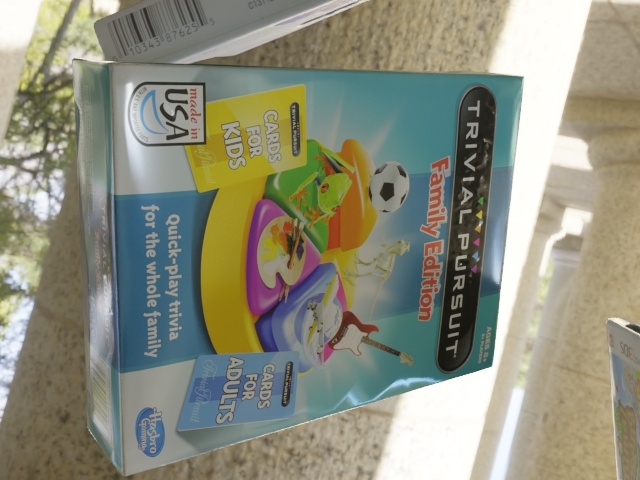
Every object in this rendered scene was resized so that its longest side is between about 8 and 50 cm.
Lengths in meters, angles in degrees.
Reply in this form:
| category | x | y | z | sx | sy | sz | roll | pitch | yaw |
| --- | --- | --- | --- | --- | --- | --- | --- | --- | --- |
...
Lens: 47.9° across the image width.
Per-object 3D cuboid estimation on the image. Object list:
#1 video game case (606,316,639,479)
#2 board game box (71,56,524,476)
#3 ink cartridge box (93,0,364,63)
| category | x | y | z | sx | sy | sz | roll | pitch | yaw |
| --- | --- | --- | --- | --- | --- | --- | --- | --- | --- |
| video game case | 0.282 | 0.183 | 0.611 | 0.023 | 0.212 | 0.193 | -5 | -179 | 9 |
| board game box | 0.000 | 0.000 | 0.535 | 0.336 | 0.254 | 0.079 | -8 | -162 | -33 |
| ink cartridge box | -0.023 | -0.255 | 0.732 | 0.303 | 0.072 | 0.307 | -17 | -163 | 18 |
